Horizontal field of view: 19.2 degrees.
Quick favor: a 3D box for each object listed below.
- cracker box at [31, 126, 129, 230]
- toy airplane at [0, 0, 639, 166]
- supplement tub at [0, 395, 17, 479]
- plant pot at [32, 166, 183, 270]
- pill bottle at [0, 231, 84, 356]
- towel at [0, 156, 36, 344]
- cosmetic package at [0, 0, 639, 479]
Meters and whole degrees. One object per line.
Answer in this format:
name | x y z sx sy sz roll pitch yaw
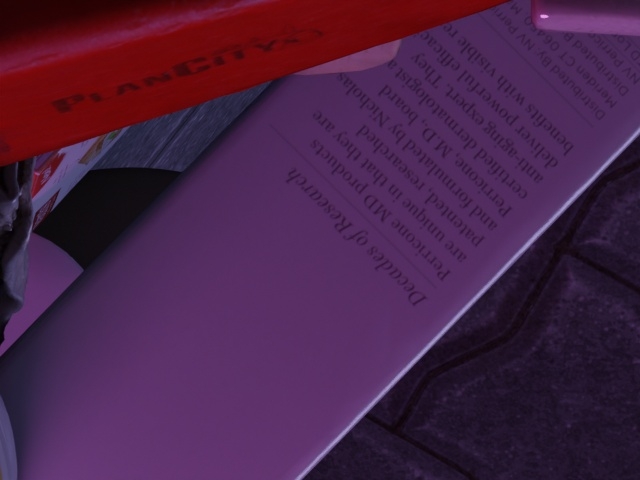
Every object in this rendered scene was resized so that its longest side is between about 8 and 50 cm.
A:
cracker box | -0.163 -0.116 1.372 0.232 0.067 0.156 -49 179 -24
toy airplane | -0.030 -0.144 0.585 0.384 0.272 0.386 -5 161 -41
supplement tub | -0.264 0.126 0.782 0.241 0.241 0.331 -51 178 6
plant pot | -0.192 0.045 1.703 0.284 0.191 0.284 -59 -172 13
pill bottle | -0.269 0.126 1.427 0.210 0.210 0.363 -50 179 -24
towel | -0.182 -0.043 0.995 0.282 0.049 0.187 131 -40 -66
cosmetic package | 0.000 0.000 1.072 0.453 0.161 0.230 -45 -179 -3
